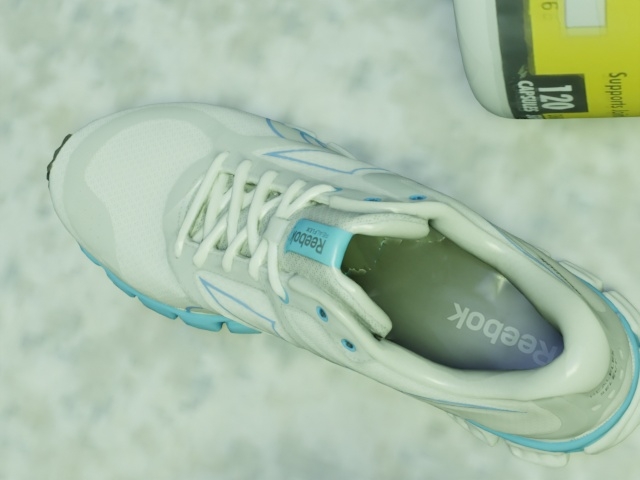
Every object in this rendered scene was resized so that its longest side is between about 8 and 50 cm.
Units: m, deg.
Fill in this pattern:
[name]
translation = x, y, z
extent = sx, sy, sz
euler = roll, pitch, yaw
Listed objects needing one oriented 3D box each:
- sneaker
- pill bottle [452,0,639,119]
[sneaker]
translation = 0.000, 0.000, 0.367
extent = 0.190, 0.083, 0.071
euler = 19, 83, 20
[pill bottle]
translation = 0.130, -0.084, 0.342
extent = 0.184, 0.103, 0.103
euler = 0, 76, 15
